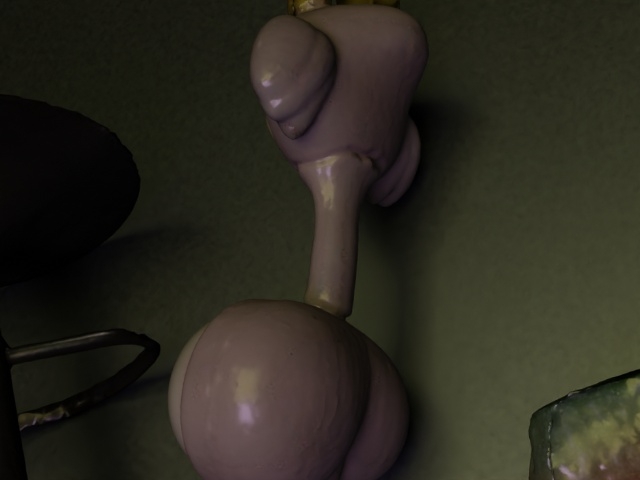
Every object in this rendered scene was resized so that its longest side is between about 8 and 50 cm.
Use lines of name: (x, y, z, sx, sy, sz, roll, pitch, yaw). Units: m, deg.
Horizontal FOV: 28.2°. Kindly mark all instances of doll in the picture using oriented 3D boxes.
doll: (0.001, 0.000, 0.693, 0.094, 0.160, 0.365, 0, 71, 30)

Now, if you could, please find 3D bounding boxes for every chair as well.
chair: (-0.171, 0.144, 0.668, 0.227, 0.226, 0.401, -23, 62, 13)

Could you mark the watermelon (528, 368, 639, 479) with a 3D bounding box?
watermelon: (0.199, 0.174, 0.570, 0.193, 0.140, 0.256, -4, 77, 17)
